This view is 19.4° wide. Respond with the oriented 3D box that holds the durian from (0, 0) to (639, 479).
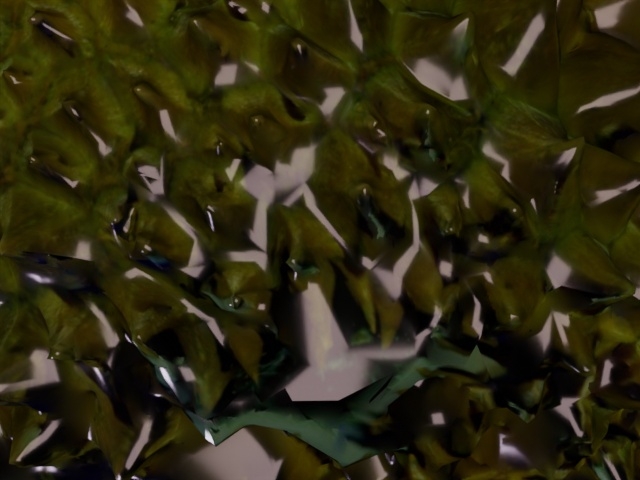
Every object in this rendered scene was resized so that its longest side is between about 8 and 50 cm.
[{"bbox_3d":[0.001,0.000,0.479,0.291,0.224,0.291,-1,106,-2],"label":"durian"}]
